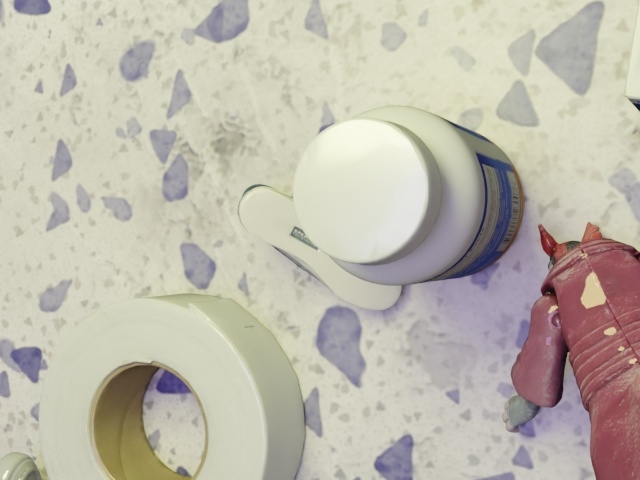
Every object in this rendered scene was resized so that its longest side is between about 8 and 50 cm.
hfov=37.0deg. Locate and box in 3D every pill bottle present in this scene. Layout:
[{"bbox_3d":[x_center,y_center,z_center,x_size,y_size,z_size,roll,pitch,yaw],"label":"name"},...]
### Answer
[{"bbox_3d":[0.080,-0.037,0.841,0.152,0.272,0.152,0,90,24],"label":"pill bottle"}]

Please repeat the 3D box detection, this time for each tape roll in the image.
[{"bbox_3d":[-0.162,0.198,1.040,0.286,0.100,0.286,0,90,24],"label":"tape roll"}]

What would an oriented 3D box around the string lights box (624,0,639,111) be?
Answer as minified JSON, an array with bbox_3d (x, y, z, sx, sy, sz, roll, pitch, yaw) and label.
[{"bbox_3d":[0.300,-0.158,0.753,0.077,0.260,0.133,10,95,24],"label":"string lights box"}]

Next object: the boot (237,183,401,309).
[{"bbox_3d":[0.000,0.000,0.993,0.190,0.086,0.069,36,96,-9],"label":"boot"}]

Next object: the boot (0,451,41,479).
[{"bbox_3d":[-0.320,0.380,1.123,0.123,0.095,0.258,5,101,17],"label":"boot"}]

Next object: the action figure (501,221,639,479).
[{"bbox_3d":[0.245,0.110,0.769,0.248,0.276,0.370,-31,49,12],"label":"action figure"}]
